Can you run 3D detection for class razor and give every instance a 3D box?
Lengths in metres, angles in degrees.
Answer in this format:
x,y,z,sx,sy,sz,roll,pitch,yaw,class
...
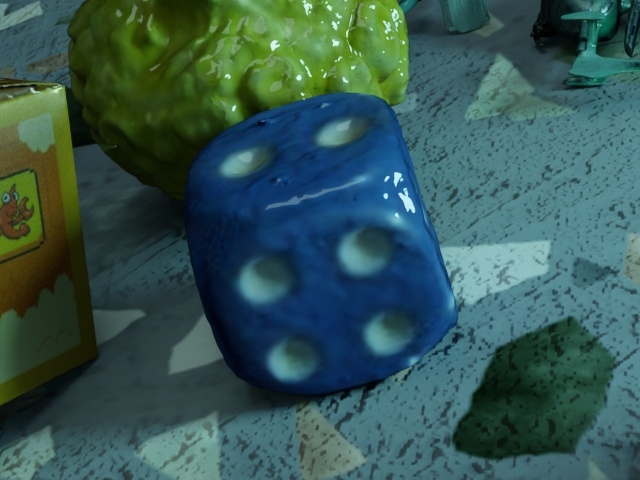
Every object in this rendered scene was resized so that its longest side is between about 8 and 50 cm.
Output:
x,y,z,sx,sy,sz,roll,pitch,yaw,class
0.115,-0.234,1.285,0.040,0.068,0.135,-15,22,0,razor

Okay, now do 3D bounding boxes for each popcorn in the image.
x,y,z,sx,sy,sz,roll,pitch,yaw,class
-0.064,-0.123,1.053,0.237,0.206,0.251,-24,-5,-19,popcorn

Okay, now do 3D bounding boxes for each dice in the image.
x,y,z,sx,sy,sz,roll,pitch,yaw,class
0.000,0.000,0.896,0.146,0.146,0.143,-14,31,6,dice

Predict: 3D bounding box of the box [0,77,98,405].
x,y,z,sx,sy,sz,roll,pitch,yaw,class
-0.341,0.002,0.932,0.283,0.214,0.259,10,24,34,box

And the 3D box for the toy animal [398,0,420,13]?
x,y,z,sx,sy,sz,roll,pitch,yaw,class
0.006,-0.179,1.221,0.208,0.100,0.103,-36,14,-13,toy animal

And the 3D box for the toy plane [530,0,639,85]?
x,y,z,sx,sy,sz,roll,pitch,yaw,class
0.217,-0.180,1.152,0.096,0.060,0.235,6,33,11,toy plane
